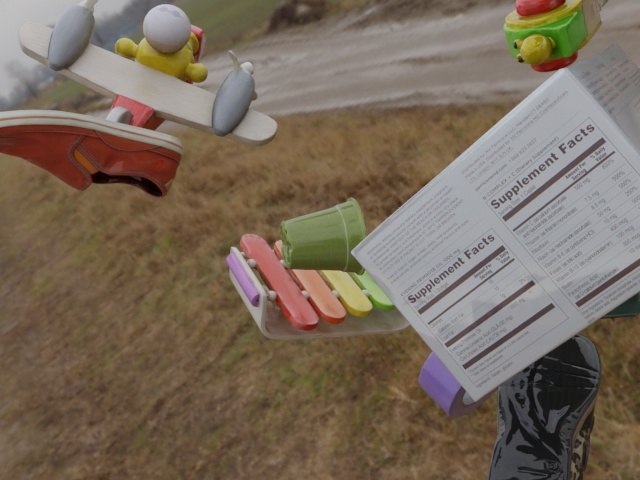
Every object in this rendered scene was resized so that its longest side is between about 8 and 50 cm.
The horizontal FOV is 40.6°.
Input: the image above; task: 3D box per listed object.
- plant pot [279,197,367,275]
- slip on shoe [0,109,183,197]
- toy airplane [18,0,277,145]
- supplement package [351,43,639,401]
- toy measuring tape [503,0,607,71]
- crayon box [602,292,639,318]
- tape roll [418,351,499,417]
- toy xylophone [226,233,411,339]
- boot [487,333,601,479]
[{"bbox_3d":[0.000,0.000,0.911,0.079,0.083,0.083,-6,13,-14],"label":"plant pot"},{"bbox_3d":[-0.364,-0.127,1.284,0.331,0.101,0.123,8,-9,-32],"label":"slip on shoe"},{"bbox_3d":[-0.315,-0.300,1.593,0.386,0.384,0.272,-9,-42,-35],"label":"toy airplane"},{"bbox_3d":[0.183,-0.028,0.687,0.204,0.145,0.262,-42,-6,29],"label":"supplement package"},{"bbox_3d":[0.351,-0.334,1.273,0.121,0.121,0.330,-15,23,43],"label":"toy measuring tape"},{"bbox_3d":[0.362,-0.004,1.272,0.081,0.202,0.318,-5,2,-3],"label":"crayon box"},{"bbox_3d":[0.267,0.216,1.519,0.189,0.189,0.080,-38,59,-15],"label":"tape roll"},{"bbox_3d":[-0.002,0.055,1.269,0.323,0.081,0.236,-5,38,-39],"label":"toy xylophone"},{"bbox_3d":[0.328,0.344,1.269,0.138,0.284,0.377,4,40,20],"label":"boot"}]
